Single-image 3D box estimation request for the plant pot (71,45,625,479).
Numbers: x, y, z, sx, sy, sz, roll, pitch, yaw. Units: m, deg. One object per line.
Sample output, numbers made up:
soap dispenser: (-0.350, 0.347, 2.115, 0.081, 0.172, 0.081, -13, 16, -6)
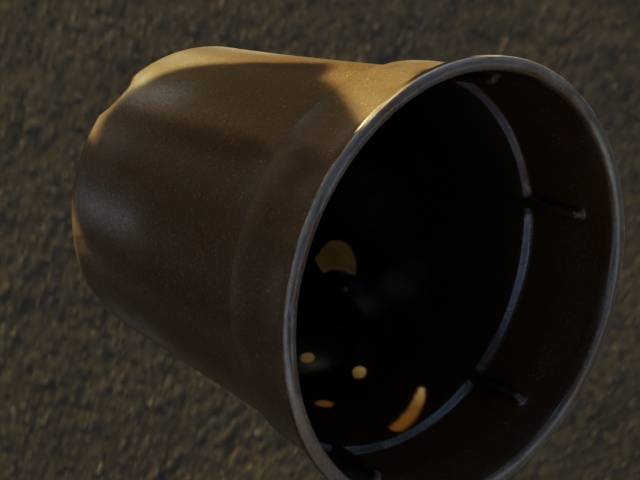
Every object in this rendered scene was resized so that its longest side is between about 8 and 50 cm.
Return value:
plant pot: (0.000, 0.000, 0.707, 0.167, 0.167, 0.165, -32, 32, -30)
